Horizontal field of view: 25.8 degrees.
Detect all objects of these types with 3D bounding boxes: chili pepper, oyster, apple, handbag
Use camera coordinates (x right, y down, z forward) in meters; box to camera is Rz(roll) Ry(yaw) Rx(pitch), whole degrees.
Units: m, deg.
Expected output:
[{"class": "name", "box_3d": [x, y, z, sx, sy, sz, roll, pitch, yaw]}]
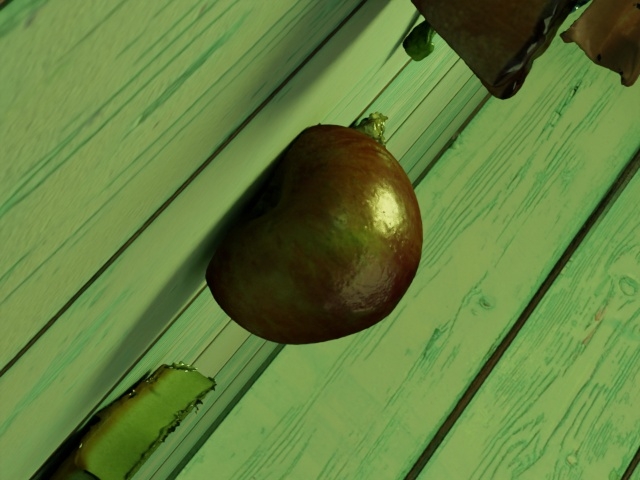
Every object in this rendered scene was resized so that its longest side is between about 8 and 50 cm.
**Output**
[{"class": "chili pepper", "box_3d": [0.102, -0.199, 1.280, 0.034, 0.030, 0.091, -19, 156, -31]}, {"class": "oyster", "box_3d": [0.035, -0.073, 1.460, 0.105, 0.056, 0.177, -63, -179, -22]}, {"class": "apple", "box_3d": [0.000, 0.000, 1.163, 0.195, 0.160, 0.173, -57, 156, -14]}, {"class": "handbag", "box_3d": [0.255, -0.209, 0.949, 0.212, 0.059, 0.157, -55, 173, 19]}]

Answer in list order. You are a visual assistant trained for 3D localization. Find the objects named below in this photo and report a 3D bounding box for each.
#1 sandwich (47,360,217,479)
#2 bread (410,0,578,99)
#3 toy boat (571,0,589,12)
[{"class": "sandwich", "box_3d": [-0.217, 0.228, 1.300, 0.212, 0.063, 0.245, -50, 177, 23]}, {"class": "bread", "box_3d": [0.160, -0.229, 0.995, 0.244, 0.123, 0.190, -52, 178, 6]}, {"class": "toy boat", "box_3d": [0.331, -0.366, 1.712, 0.262, 0.114, 0.115, -49, -170, 22]}]
